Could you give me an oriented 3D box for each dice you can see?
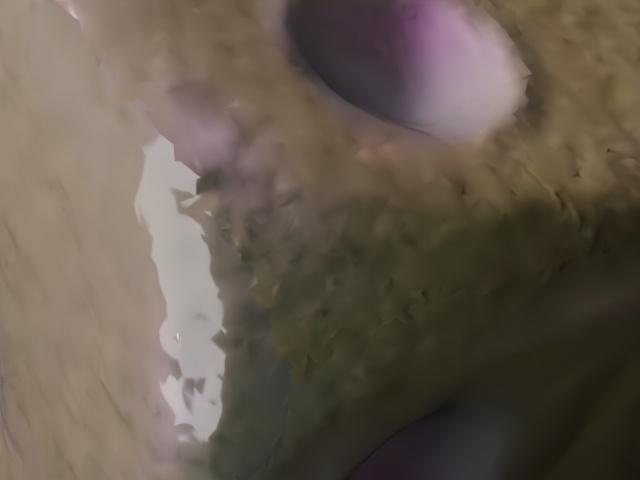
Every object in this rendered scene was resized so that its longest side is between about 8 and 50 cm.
[{"bbox_3d":[0.000,0.000,0.587,0.254,0.250,0.252,54,139,31],"label":"dice"}]
